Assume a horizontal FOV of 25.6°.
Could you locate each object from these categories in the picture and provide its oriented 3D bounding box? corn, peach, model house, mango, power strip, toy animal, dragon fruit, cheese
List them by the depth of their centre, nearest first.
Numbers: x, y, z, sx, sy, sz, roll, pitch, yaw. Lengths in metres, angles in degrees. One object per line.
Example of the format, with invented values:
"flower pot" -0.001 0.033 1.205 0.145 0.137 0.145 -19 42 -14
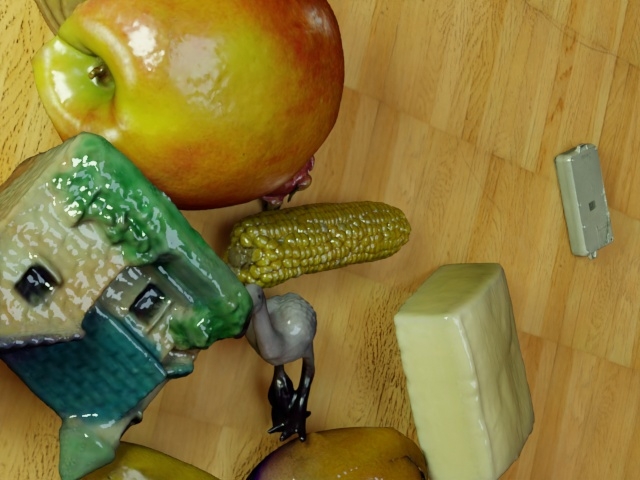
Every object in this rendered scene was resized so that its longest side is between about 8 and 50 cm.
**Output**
"model house" -0.282 0.090 1.570 0.312 0.245 0.280 49 58 -21
"peach" -0.114 -0.200 1.671 0.380 0.242 0.306 -33 96 -53
"mango" -0.196 0.327 1.724 0.262 0.167 0.130 37 55 -33
"toy animal" -0.051 0.122 1.810 0.324 0.090 0.195 74 15 -53
"dragon fruit" -0.052 -0.109 1.876 0.112 0.068 0.126 40 67 -33
"corn" 0.000 -0.004 1.910 0.313 0.102 0.102 -14 101 -43
"mango" 0.023 0.350 1.911 0.287 0.153 0.201 -10 102 -40
"cheese" 0.214 0.189 2.043 0.242 0.124 0.265 -43 123 -64
"power strip" 0.436 -0.067 2.322 0.081 0.035 0.192 -25 109 -38

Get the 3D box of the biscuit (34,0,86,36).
"biscuit" -0.287 -0.346 1.682 0.142 0.029 0.220 10 86 -41
